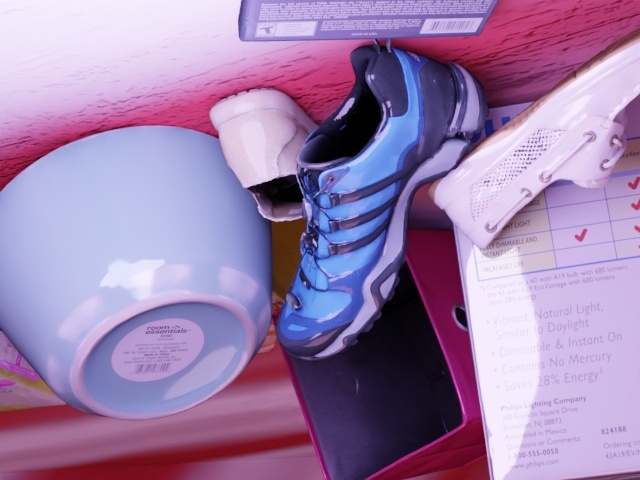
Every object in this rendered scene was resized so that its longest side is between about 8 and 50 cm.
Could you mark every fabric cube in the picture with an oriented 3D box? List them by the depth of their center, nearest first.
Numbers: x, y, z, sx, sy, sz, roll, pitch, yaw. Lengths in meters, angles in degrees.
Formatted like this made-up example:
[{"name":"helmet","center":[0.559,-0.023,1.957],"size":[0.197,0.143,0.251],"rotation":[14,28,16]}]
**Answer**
[{"name":"fabric cube","center":[0.141,0.149,1.478],"size":[0.258,0.254,0.259],"rotation":[1,152,-42]}]

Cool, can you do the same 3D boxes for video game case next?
[{"name":"video game case","center":[0.051,-0.211,0.797],"size":[0.196,0.026,0.274],"rotation":[-3,161,-10]}]

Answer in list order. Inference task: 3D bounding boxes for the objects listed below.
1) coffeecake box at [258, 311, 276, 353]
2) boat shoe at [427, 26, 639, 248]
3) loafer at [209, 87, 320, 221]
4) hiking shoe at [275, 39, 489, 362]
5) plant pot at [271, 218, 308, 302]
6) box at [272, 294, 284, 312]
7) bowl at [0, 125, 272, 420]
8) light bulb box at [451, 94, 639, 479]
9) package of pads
[{"name":"coffeecake box","center":[-0.137,0.119,1.705],"size":[0.142,0.068,0.185],"rotation":[-5,163,-7]},{"name":"boat shoe","center":[0.222,-0.089,1.014],"size":[0.277,0.096,0.098],"rotation":[-38,179,33]},{"name":"loafer","center":[-0.022,-0.061,1.132],"size":[0.102,0.092,0.268],"rotation":[-14,161,25]},{"name":"hiking shoe","center":[0.018,-0.036,1.030],"size":[0.132,0.304,0.113],"rotation":[18,-165,-33]},{"name":"plant pot","center":[0.000,0.000,1.311],"size":[0.134,0.134,0.095],"rotation":[-24,180,44]},{"name":"box","center":[-0.035,0.064,1.570],"size":[0.067,0.063,0.324],"rotation":[-10,162,10]},{"name":"bowl","center":[-0.170,0.059,1.139],"size":[0.311,0.163,0.312],"rotation":[-16,140,-14]},{"name":"light bulb box","center":[0.321,0.050,1.153],"size":[0.357,0.361,0.225],"rotation":[-9,164,8]},{"name":"package of pads","center":[-0.522,0.191,1.750],"size":[0.229,0.101,0.296],"rotation":[-7,163,7]}]
